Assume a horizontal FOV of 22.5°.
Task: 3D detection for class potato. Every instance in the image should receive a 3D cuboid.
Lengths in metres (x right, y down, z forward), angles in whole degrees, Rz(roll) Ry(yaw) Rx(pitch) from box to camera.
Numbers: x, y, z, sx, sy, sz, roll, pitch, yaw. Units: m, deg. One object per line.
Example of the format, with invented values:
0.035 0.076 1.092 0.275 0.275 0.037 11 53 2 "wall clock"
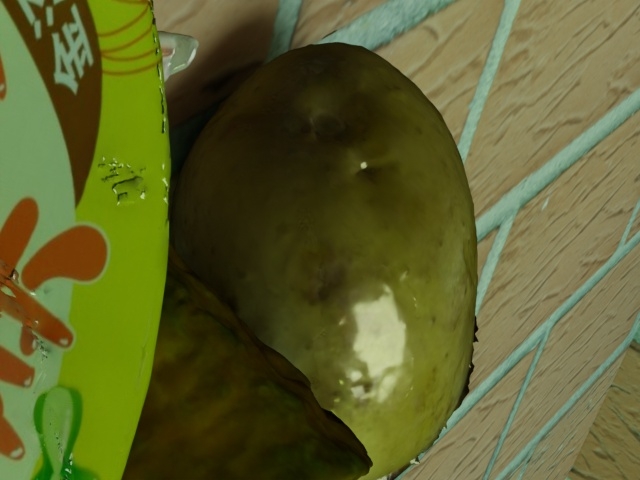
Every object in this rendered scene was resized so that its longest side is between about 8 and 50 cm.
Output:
0.000 0.000 1.019 0.242 0.242 0.285 99 16 -48 "potato"

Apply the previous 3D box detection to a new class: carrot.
-0.099 0.147 0.853 0.241 0.340 0.241 -40 170 -9 "carrot"

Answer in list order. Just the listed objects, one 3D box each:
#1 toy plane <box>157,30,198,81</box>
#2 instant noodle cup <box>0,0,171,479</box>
-0.131 -0.099 0.702 0.252 0.118 0.252 -45 157 -25 "toy plane"
-0.209 -0.006 0.388 0.311 0.221 0.311 -21 115 -58 "instant noodle cup"
